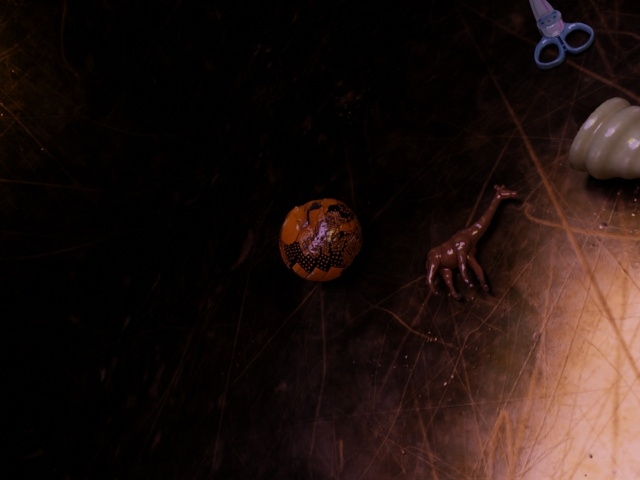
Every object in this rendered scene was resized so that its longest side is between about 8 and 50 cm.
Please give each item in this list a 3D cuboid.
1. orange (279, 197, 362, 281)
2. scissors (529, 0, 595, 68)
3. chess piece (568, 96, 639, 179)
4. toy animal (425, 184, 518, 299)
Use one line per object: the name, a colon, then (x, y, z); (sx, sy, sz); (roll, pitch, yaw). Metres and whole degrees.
orange: (0.000, 0.000, 1.187); (0.234, 0.182, 0.234); (-16, 53, 23)
scissors: (0.556, -0.523, 1.073); (0.125, 0.030, 0.256); (-25, 53, 30)
chess piece: (0.579, -0.132, 0.747); (0.144, 0.144, 0.251); (-51, 47, 8)
toy animal: (0.326, 0.002, 0.956); (0.224, 0.066, 0.230); (-23, 47, 34)
